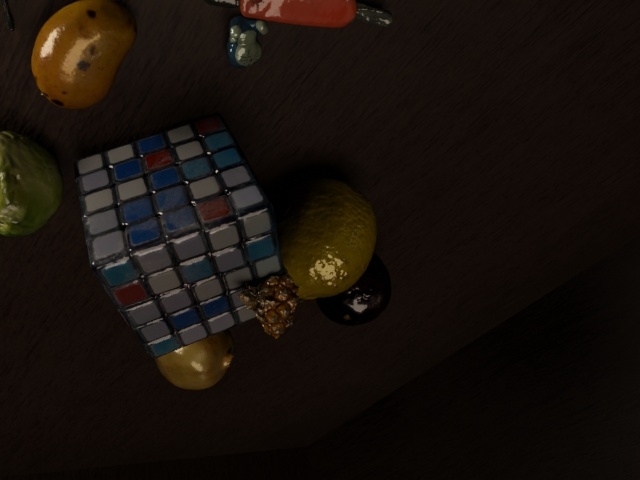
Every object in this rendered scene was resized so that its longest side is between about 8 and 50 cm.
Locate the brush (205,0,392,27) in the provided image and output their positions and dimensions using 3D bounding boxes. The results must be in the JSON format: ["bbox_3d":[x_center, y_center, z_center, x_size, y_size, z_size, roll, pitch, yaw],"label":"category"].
[{"bbox_3d":[-0.027,-0.380,0.767,0.322,0.051,0.070,0,134,-24],"label":"brush"}]

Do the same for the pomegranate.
[{"bbox_3d":[-0.360,0.309,1.378,0.232,0.233,0.233,-14,145,-10],"label":"pomegranate"}]

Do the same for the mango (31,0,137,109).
[{"bbox_3d":[-0.347,-0.273,0.701,0.115,0.090,0.178,8,134,-50],"label":"mango"}]

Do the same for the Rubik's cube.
[{"bbox_3d":[-0.246,-0.009,0.897,0.292,0.287,0.292,-22,140,-11],"label":"Rubik's cube"}]

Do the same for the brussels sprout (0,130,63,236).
[{"bbox_3d":[-0.514,-0.099,0.807,0.131,0.145,0.184,-5,106,17],"label":"brussels sprout"}]

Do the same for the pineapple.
[{"bbox_3d":[-0.101,0.104,0.847,0.114,0.077,0.115,27,80,-37],"label":"pineapple"}]

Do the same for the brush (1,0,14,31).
[{"bbox_3d":[-0.429,-0.325,0.655,0.024,0.008,0.083,-8,144,-22],"label":"brush"}]

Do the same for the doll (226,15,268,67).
[{"bbox_3d":[-0.122,-0.324,0.788,0.076,0.050,0.083,-25,149,-27],"label":"doll"}]

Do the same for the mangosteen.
[{"bbox_3d":[0.086,0.129,1.397,0.228,0.229,0.265,-14,-177,-11],"label":"mangosteen"}]

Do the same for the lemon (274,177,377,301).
[{"bbox_3d":[0.000,0.000,1.090,0.253,0.311,0.254,21,157,9],"label":"lemon"}]
